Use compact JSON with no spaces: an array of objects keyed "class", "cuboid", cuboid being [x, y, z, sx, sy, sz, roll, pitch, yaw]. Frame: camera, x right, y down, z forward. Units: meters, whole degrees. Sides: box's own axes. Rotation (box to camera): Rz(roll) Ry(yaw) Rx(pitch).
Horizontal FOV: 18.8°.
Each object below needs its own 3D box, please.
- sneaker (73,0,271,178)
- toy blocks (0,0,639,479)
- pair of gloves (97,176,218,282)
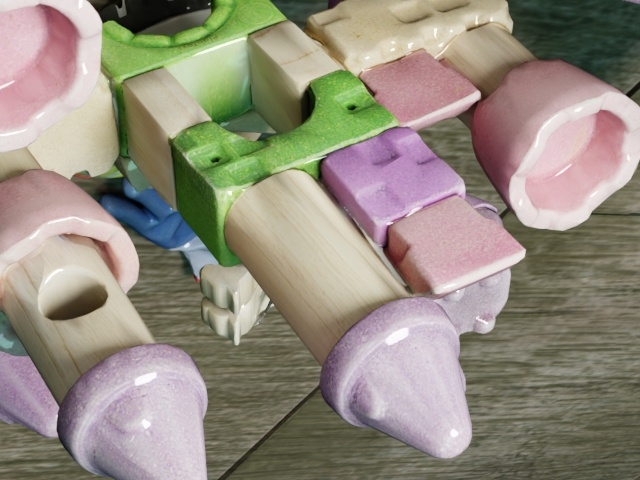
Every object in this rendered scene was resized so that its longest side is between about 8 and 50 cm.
[{"class":"sneaker","cuboid":[-0.120,-0.057,0.890,0.208,0.081,0.094,-12,155,-17]},{"class":"toy blocks","cuboid":[0.000,0.000,0.755,0.288,0.260,0.309,-22,139,-22]},{"class":"pair of gloves","cuboid":[-0.116,0.005,1.077,0.198,0.023,0.159,-21,154,0]}]
